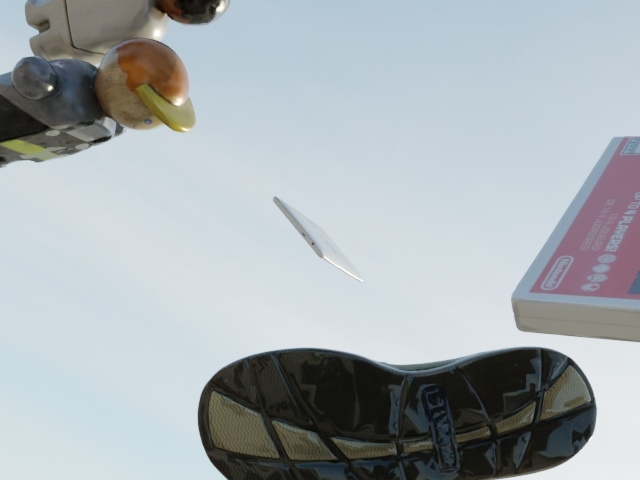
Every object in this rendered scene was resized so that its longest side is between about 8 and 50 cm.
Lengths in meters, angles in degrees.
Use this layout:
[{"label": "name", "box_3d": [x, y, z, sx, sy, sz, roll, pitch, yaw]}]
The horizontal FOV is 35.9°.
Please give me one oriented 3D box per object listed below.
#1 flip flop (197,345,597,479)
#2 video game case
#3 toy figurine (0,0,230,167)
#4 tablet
[{"label": "flip flop", "box_3d": [0.054, 0.124, 0.687, 0.277, 0.112, 0.080, -5, -9, -13]}, {"label": "video game case", "box_3d": [0.269, -0.006, 0.521, 0.285, 0.204, 0.025, 3, -58, 33]}, {"label": "toy figurine", "box_3d": [-0.141, -0.163, 0.540, 0.148, 0.213, 0.209, -15, -60, 15]}, {"label": "tablet", "box_3d": [0.000, 0.000, 0.649, 0.054, 0.006, 0.083, 50, 8, 24]}]
